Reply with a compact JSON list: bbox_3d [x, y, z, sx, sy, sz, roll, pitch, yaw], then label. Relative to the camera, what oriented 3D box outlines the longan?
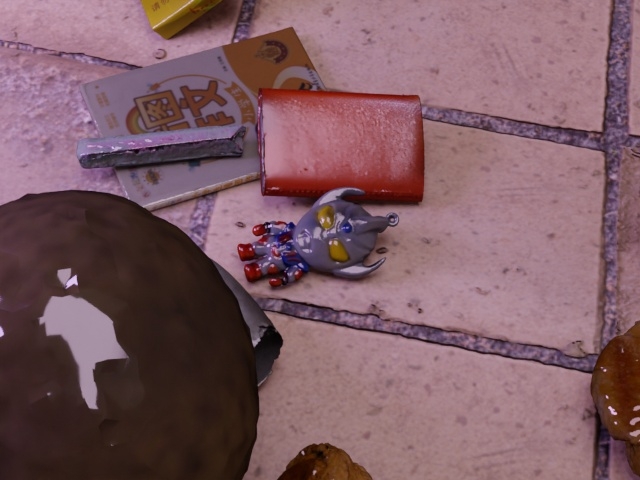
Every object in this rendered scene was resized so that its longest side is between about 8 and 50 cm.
[{"bbox_3d":[-0.247,0.144,1.449,0.391,0.391,0.391,3,56,-4],"label":"longan"}]

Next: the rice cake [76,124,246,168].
[{"bbox_3d":[-0.191,-0.113,1.818,0.207,0.033,0.033,-7,49,-10],"label":"rice cake"}]

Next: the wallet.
[{"bbox_3d":[0.024,-0.117,1.836,0.204,0.045,0.142,1,71,-11],"label":"wallet"}]

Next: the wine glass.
[{"bbox_3d":[-0.138,0.078,1.667,0.111,0.111,0.204,-38,62,-26],"label":"wine glass"}]

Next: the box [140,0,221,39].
[{"bbox_3d":[-0.195,-0.413,1.997,0.153,0.041,0.279,-33,59,15],"label":"box"}]

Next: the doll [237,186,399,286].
[{"bbox_3d":[0.000,-0.001,1.765,0.194,0.062,0.104,-16,58,-8],"label":"doll"}]

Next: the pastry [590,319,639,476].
[{"bbox_3d":[0.414,0.177,1.659,0.229,0.100,0.218,-16,55,-10],"label":"pastry"}]

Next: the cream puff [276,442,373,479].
[{"bbox_3d":[0.012,0.319,1.506,0.169,0.183,0.183,40,58,-10],"label":"cream puff"}]

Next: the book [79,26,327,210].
[{"bbox_3d":[-0.130,-0.154,1.883,0.295,0.020,0.208,-18,60,-16],"label":"book"}]
